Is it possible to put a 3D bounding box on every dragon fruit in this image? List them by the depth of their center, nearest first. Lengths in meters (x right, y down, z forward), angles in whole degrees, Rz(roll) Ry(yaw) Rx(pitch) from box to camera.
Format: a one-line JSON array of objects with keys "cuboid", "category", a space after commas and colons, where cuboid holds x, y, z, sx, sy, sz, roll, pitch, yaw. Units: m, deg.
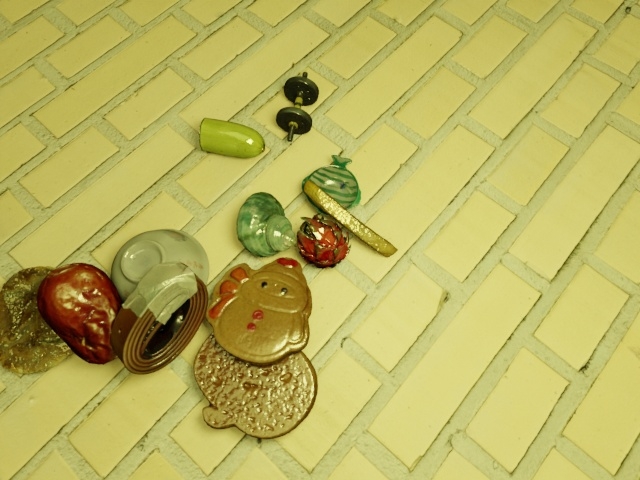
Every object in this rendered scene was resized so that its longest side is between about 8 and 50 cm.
[{"cuboid": [0.006, 0.007, 1.381, 0.189, 0.182, 0.182, 41, 75, 15], "category": "dragon fruit"}]

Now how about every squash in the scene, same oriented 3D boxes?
[{"cuboid": [-0.328, -0.386, 1.552, 0.247, 0.132, 0.132, 11, 70, 1], "category": "squash"}]

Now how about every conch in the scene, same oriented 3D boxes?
[{"cuboid": [-0.186, -0.048, 1.412, 0.220, 0.195, 0.277, -25, 42, -36], "category": "conch"}]

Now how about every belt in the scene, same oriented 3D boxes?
[{"cuboid": [-0.487, 0.229, 1.239, 0.122, 0.217, 0.338, 23, 78, 43], "category": "belt"}]

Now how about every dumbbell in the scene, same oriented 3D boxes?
[{"cuboid": [-0.089, -0.528, 1.594, 0.143, 0.143, 0.325, 9, 70, 3], "category": "dumbbell"}]

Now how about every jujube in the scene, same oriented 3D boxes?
[{"cuboid": [-0.712, 0.223, 1.242, 0.223, 0.223, 0.317, -22, 107, -8], "category": "jujube"}]

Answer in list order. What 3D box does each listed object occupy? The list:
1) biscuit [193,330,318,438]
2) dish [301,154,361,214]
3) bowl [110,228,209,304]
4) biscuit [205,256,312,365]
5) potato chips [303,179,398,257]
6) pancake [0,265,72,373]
[{"cuboid": [-0.215, 0.437, 1.268, 0.350, 0.070, 0.394, -41, 72, -18], "category": "biscuit"}, {"cuboid": [0.046, -0.189, 1.503, 0.224, 0.078, 0.246, 17, 71, 6], "category": "dish"}, {"cuboid": [-0.562, 0.091, 1.357, 0.346, 0.157, 0.345, 0, 70, -1], "category": "bowl"}, {"cuboid": [-0.181, 0.208, 1.318, 0.359, 0.074, 0.381, 19, 59, 11], "category": "biscuit"}, {"cuboid": [0.102, -0.066, 1.401, 0.407, 0.080, 0.057, 38, 99, -5], "category": "potato chips"}, {"cuboid": [-0.927, 0.260, 1.343, 0.356, 0.065, 0.356, 0, 71, 1], "category": "pancake"}]
